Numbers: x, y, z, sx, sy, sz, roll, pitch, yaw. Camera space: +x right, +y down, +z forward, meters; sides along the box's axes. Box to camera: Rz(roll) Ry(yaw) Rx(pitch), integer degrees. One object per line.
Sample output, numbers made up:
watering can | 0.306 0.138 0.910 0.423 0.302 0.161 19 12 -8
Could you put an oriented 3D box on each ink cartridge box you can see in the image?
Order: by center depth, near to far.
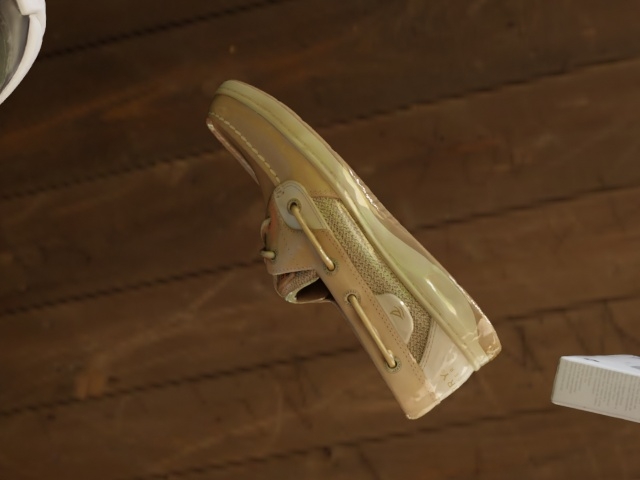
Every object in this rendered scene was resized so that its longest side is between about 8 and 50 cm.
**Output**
ink cartridge box | 0.335 0.141 1.430 0.224 0.045 0.223 14 2 26

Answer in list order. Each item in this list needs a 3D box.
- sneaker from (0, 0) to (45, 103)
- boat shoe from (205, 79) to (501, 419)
sneaker | -0.246 -0.057 0.943 0.101 0.153 0.268 31 -42 -15
boat shoe | 0.000 0.000 1.401 0.110 0.341 0.122 -41 -25 -4
